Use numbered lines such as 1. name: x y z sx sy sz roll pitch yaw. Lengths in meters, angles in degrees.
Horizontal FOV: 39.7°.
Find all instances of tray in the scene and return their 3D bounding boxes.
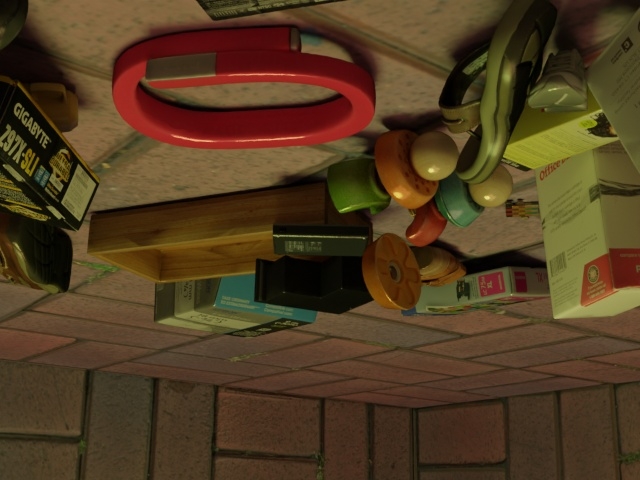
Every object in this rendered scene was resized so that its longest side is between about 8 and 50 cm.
1. tray: -0.142 -0.006 1.425 0.411 0.076 0.203 -7 161 22

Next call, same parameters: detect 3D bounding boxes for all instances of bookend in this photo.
1. bookend: 0.000 0.055 1.370 0.157 0.072 0.156 10 159 -26

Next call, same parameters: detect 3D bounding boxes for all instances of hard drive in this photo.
1. hard drive: 0.000 0.000 1.276 0.135 0.022 0.094 2 162 -1

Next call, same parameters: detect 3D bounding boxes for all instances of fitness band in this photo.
1. fitness band: -0.085 -0.160 0.973 0.291 0.054 0.209 -1 165 9

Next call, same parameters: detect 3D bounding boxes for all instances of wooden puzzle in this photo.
1. wooden puzzle: 0.312 -0.048 1.372 0.049 0.006 0.083 -3 162 12

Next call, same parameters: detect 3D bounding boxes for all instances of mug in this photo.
1. mug: -0.306 -0.146 1.001 0.064 0.062 0.078 -1 -170 -19

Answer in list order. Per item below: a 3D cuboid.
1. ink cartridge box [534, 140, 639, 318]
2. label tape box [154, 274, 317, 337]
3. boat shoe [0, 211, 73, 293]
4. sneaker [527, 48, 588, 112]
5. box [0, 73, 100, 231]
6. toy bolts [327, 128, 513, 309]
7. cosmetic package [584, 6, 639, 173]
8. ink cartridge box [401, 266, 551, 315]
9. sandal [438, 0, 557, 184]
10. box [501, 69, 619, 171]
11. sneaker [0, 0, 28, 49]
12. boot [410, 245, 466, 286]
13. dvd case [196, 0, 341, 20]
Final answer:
1. ink cartridge box: 0.343 -0.027 1.086 0.092 0.218 0.158 -1 164 -12
2. label tape box: -0.137 0.104 1.719 0.240 0.106 0.333 14 159 -37
3. boat shoe: -0.492 0.018 1.446 0.120 0.123 0.324 5 162 -3
4. sneaker: 0.235 -0.159 0.873 0.053 0.061 0.152 0 -175 19
5. box: -0.431 -0.118 0.945 0.322 0.079 0.257 15 166 9
6. toy bolts: 0.153 -0.035 1.143 0.158 0.218 0.228 -20 172 36
7. cosmetic package: 0.370 -0.133 0.782 0.183 0.151 0.151 10 135 -28
8. ink cartridge box: 0.292 0.105 1.732 0.186 0.065 0.311 4 168 -45
9. sandal: 0.168 -0.158 0.898 0.086 0.120 0.303 24 163 12
10. box: 0.293 -0.142 0.987 0.087 0.058 0.232 15 159 -35
11. sneaker: -0.388 -0.222 0.700 0.281 0.106 0.162 3 160 -4
12. boot: 0.157 0.058 1.618 0.197 0.073 0.152 -7 165 31
13. dvd case: -0.060 -0.252 0.723 0.164 0.018 0.221 -4 163 18
